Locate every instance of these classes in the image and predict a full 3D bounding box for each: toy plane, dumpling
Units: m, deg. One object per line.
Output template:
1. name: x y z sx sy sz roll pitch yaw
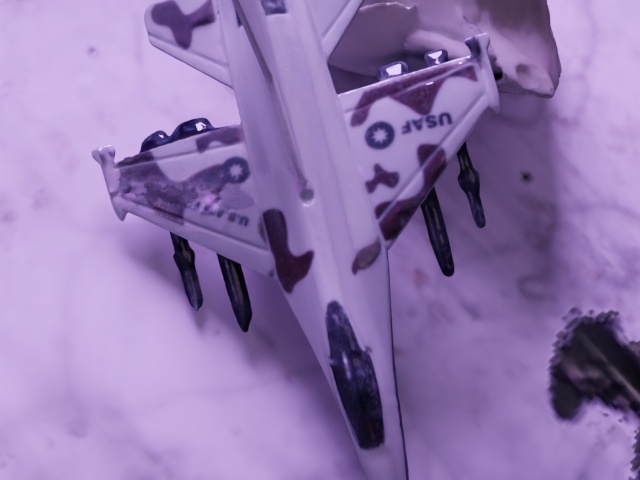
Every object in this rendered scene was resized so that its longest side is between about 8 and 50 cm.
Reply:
1. toy plane: 0.001 -0.008 0.592 0.160 0.082 0.234 -15 100 10
2. dumpling: 0.037 -0.129 0.644 0.188 0.108 0.127 39 41 13
